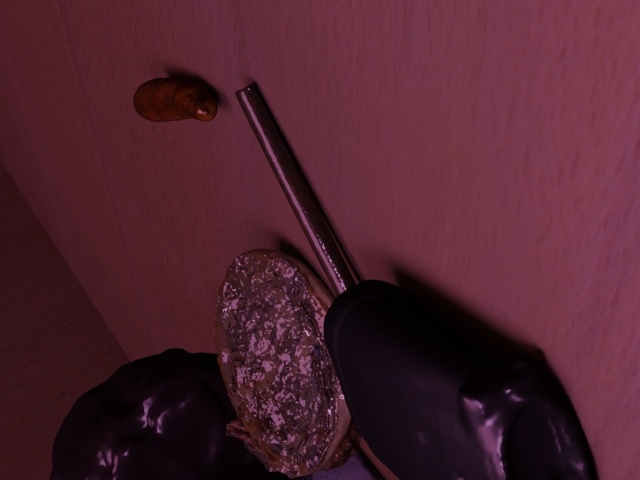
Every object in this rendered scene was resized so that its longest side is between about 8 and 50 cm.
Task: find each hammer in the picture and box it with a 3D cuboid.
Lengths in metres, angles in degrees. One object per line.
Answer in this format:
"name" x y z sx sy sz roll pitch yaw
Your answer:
"hammer" 0.000 0.000 1.685 0.365 0.043 0.111 63 166 -4

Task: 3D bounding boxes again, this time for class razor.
"razor" 0.116 0.161 1.458 0.349 0.113 0.204 30 145 63

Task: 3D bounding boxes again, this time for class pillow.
"pillow" -0.049 0.280 2.235 0.232 0.126 0.043 -164 72 -70

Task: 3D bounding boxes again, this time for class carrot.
"carrot" -0.170 -0.168 1.904 0.059 0.059 0.248 64 161 -17

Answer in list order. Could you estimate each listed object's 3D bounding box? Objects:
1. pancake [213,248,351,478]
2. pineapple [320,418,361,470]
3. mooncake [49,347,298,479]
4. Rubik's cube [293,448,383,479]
"pancake" -0.048 0.148 1.910 0.282 0.049 0.282 18 115 46
"pineapple" -0.010 0.198 1.993 0.108 0.108 0.197 40 147 54
"mooncake" -0.210 0.346 2.425 0.212 0.381 0.350 26 106 59
"Rubik's cube" 0.010 0.548 2.107 0.337 0.344 0.344 49 162 36
